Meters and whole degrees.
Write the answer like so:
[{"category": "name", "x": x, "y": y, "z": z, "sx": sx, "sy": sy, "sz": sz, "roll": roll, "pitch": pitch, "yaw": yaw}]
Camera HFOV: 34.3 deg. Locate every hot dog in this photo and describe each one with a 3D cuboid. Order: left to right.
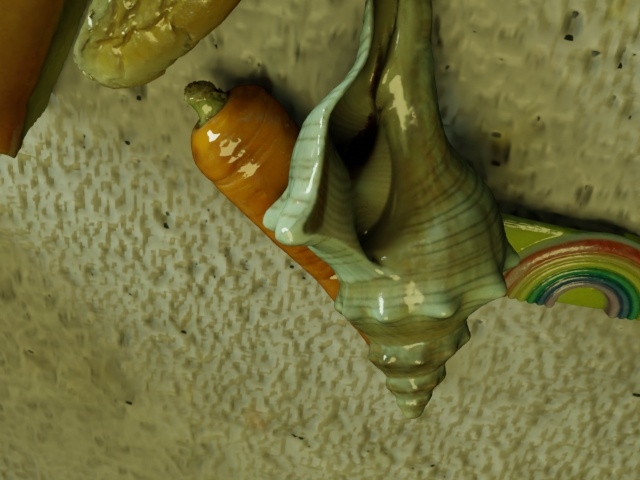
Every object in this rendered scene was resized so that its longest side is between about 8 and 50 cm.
[{"category": "hot dog", "x": -0.051, "y": -0.166, "z": 0.492, "sx": 0.073, "sy": 0.084, "sz": 0.242, "roll": 27, "pitch": 131, "yaw": -6}]

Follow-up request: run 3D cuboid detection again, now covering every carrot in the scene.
[{"category": "carrot", "x": 0.000, "y": 0.000, "z": 0.639, "sx": 0.061, "sy": 0.061, "sz": 0.257, "roll": -18, "pitch": 126, "yaw": 29}]

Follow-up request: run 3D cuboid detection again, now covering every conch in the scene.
[{"category": "conch", "x": 0.025, "y": -0.016, "z": 0.557, "sx": 0.114, "sy": 0.137, "sz": 0.234, "roll": -10, "pitch": 110, "yaw": 58}]

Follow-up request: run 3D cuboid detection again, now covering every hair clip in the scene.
[{"category": "hair clip", "x": 0.123, "y": 0.006, "z": 0.621, "sx": 0.188, "sy": 0.033, "sz": 0.060, "roll": 16, "pitch": 129, "yaw": 2}]

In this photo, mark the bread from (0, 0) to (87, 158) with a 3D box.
[{"category": "bread", "x": -0.156, "y": -0.205, "z": 0.493, "sx": 0.138, "sy": 0.077, "sz": 0.361, "roll": 28, "pitch": 132, "yaw": -7}]
